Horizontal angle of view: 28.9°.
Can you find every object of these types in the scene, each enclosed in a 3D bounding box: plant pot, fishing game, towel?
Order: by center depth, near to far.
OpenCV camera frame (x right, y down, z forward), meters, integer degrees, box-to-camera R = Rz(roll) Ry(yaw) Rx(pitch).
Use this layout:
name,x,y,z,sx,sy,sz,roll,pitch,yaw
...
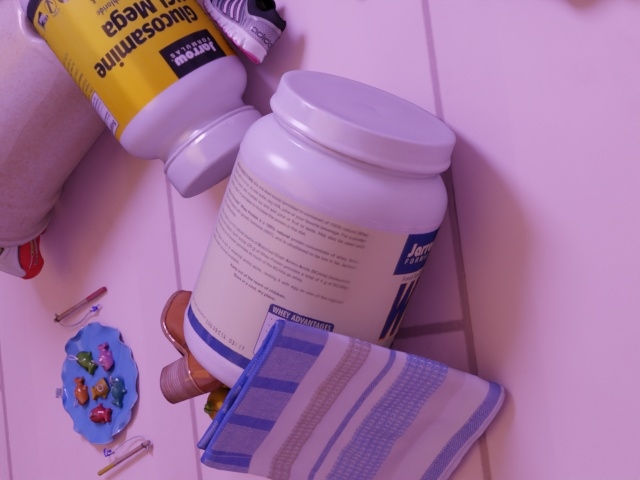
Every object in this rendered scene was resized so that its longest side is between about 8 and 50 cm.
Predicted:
name,x,y,z,sx,sy,sz,roll,pitch,yaw
towel,0.035,0.197,1.323,0.209,0.285,0.034,-58,26,28
plant pot,-0.431,-0.212,1.771,0.305,0.334,0.334,-39,64,27
fishing game,-0.342,0.213,1.858,0.189,0.041,0.264,-30,70,39

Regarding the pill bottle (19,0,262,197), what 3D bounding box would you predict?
name,x,y,z,sx,sy,sz,roll,pitch,yaw
pill bottle,-0.214,-0.227,1.572,0.334,0.188,0.188,53,128,5

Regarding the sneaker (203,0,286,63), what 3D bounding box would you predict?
name,x,y,z,sx,sy,sz,roll,pitch,yaw
sneaker,-0.092,-0.287,1.581,0.075,0.063,0.170,-42,38,3

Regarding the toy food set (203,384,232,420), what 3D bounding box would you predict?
name,x,y,z,sx,sy,sz,roll,pitch,yaw
toy food set,-0.077,0.216,1.567,0.218,0.071,0.128,11,99,44

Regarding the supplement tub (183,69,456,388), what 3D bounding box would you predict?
name,x,y,z,sx,sy,sz,roll,pitch,yaw
supplement tub,0.000,0.000,1.370,0.235,0.235,0.325,37,116,38

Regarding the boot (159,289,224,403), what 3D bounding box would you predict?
name,x,y,z,sx,sy,sz,roll,pitch,yaw
boot,-0.129,0.117,1.618,0.152,0.073,0.197,-26,39,19

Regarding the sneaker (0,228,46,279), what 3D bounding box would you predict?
name,x,y,z,sx,sy,sz,roll,pitch,yaw
sneaker,-0.490,-0.045,1.957,0.107,0.118,0.279,-31,47,17
